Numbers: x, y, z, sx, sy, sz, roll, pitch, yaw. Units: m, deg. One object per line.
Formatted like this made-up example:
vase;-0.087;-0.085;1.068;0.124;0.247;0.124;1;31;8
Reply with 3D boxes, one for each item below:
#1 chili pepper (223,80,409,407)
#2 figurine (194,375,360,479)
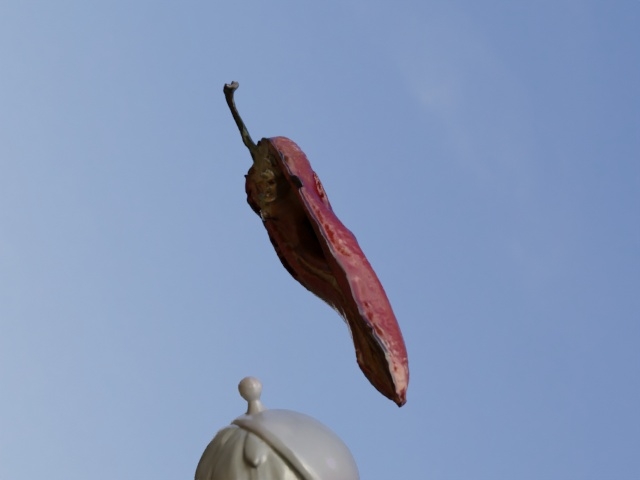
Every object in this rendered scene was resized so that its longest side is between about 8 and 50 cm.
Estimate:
chili pepper;0.000;0.000;1.201;0.268;0.050;0.059;57;-48;31
figurine;-0.001;0.227;1.494;0.256;0.144;0.182;53;4;-19
